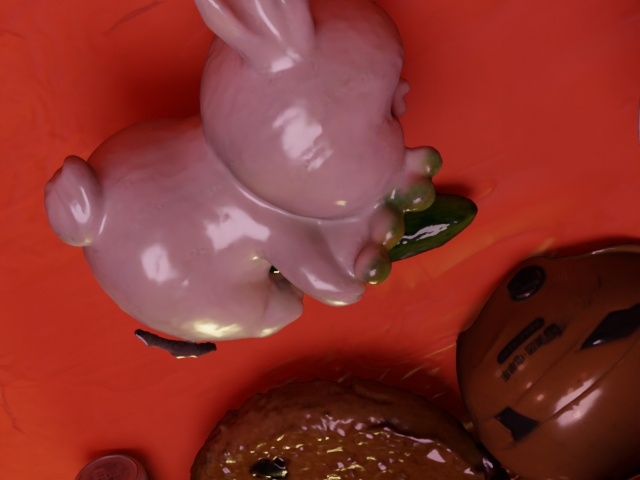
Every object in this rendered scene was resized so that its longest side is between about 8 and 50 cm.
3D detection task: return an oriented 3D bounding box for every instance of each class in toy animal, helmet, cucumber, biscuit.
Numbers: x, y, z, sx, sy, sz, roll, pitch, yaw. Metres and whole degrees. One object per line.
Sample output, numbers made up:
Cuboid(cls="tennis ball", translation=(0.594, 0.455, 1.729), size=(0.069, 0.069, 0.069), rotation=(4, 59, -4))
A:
Cuboid(cls="toy animal", translation=(-0.052, -0.078, 1.170), size=(0.247, 0.183, 0.310), rotation=(28, 127, -16))
Cuboid(cls="helmet", translation=(0.214, 0.116, 1.337), size=(0.198, 0.130, 0.224), rotation=(37, 123, -26))
Cuboid(cls="cucumber", translation=(0.000, 0.000, 1.315), size=(0.250, 0.056, 0.056), rotation=(-7, 128, 10))
Cuboid(cls="biscuit", translation=(0.028, 0.219, 1.473), size=(0.296, 0.075, 0.296), rotation=(6, 136, 6))

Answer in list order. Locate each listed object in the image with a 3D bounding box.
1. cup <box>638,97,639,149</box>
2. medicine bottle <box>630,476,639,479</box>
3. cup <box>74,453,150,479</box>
Cuboid(cls="cup", translation=(0.376, -0.126, 1.094), size=(0.347, 0.163, 0.347), rotation=(3, 130, 3))
Cuboid(cls="medicine bottle", translation=(0.275, 0.309, 1.304), size=(0.256, 0.256, 0.325), rotation=(32, 145, -18))
Cuboid(cls="cup", translation=(-0.168, 0.251, 1.518), size=(0.102, 0.074, 0.099), rotation=(12, 134, 31))
